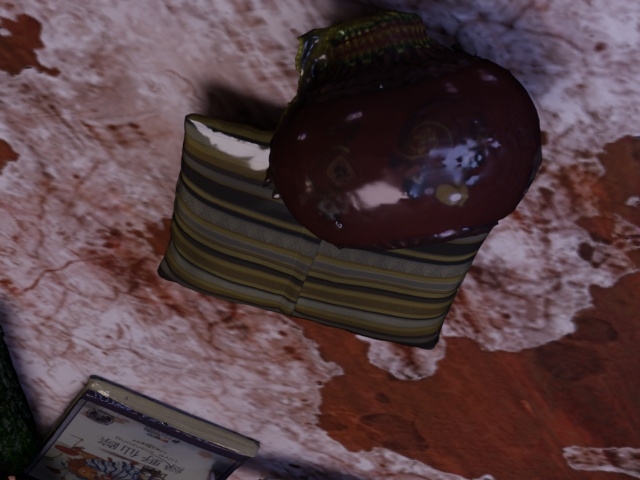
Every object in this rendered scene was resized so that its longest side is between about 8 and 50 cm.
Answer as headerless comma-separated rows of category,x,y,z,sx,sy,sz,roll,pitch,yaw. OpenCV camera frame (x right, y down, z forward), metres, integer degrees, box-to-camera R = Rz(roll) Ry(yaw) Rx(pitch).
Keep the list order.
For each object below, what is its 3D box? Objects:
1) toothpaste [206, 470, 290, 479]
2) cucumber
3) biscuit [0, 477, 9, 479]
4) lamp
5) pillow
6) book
toothpaste,0.059,0.252,1.643,0.323,0.066,0.100,10,147,-7
cucumber,-0.282,0.137,1.595,0.077,0.077,0.265,10,148,9
biscuit,-0.317,0.210,1.710,0.187,0.027,0.188,26,173,3
lamp,0.047,-0.063,1.094,0.157,0.135,0.156,-7,-178,-11
pillow,0.000,0.000,1.278,0.208,0.052,0.212,13,150,-3
book,-0.167,0.198,1.690,0.157,0.026,0.231,24,147,-13
